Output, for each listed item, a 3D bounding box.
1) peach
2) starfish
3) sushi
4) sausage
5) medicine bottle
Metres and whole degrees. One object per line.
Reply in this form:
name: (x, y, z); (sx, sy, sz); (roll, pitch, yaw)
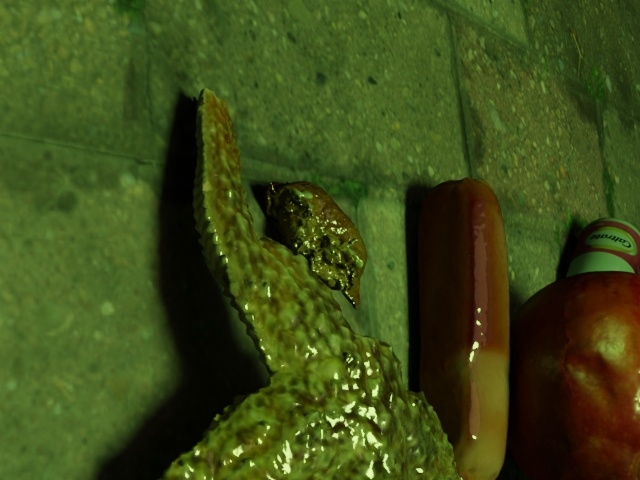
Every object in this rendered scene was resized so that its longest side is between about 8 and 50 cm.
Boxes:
peach: (0.294, 0.164, 0.877); (0.281, 0.238, 0.280); (-8, 90, -77)
starfish: (-0.019, 0.152, 0.569); (0.398, 0.132, 0.383); (52, 46, -26)
sushi: (-0.003, 0.002, 0.684); (0.118, 0.061, 0.060); (43, 40, -2)
sausage: (0.136, 0.081, 0.831); (0.089, 0.083, 0.300); (29, 60, -54)
medicine bottle: (0.367, 0.061, 1.147); (0.090, 0.090, 0.216); (61, 38, -22)
